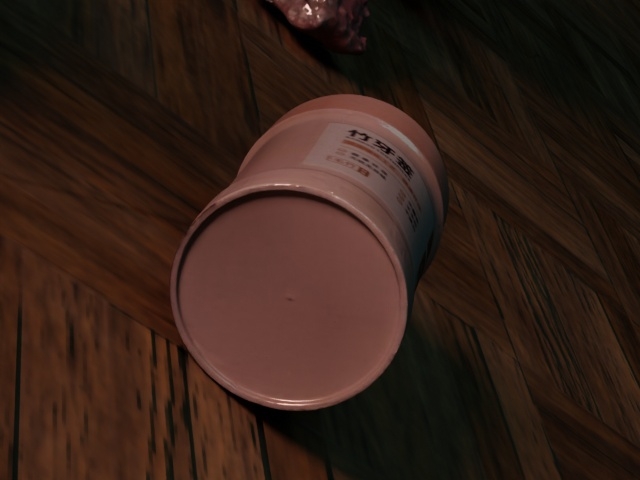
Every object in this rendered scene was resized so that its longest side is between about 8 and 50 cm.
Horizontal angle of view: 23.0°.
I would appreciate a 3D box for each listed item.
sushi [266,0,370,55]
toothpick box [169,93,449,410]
[{"bbox_3d":[-0.007,-0.259,1.063,0.241,0.161,0.107,54,20,21],"label":"sushi"},{"bbox_3d":[0.000,0.000,0.683,0.098,0.098,0.149,45,21,-6],"label":"toothpick box"}]
